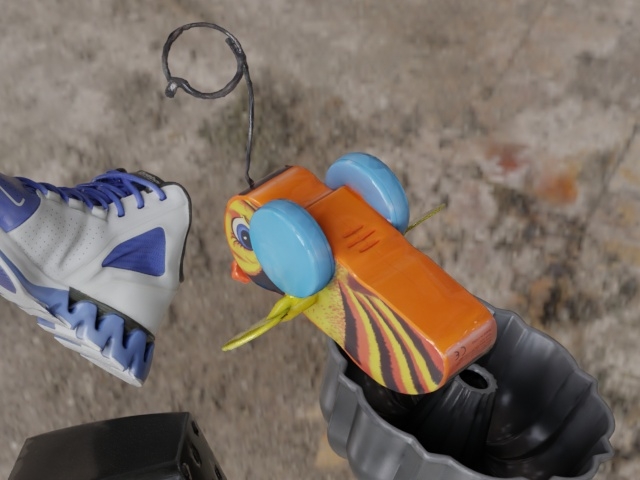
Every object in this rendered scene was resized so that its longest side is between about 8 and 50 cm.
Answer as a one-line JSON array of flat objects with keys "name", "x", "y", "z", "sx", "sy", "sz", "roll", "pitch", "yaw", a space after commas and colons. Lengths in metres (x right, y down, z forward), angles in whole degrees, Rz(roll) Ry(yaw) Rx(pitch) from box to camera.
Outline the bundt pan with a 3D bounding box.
[{"name": "bundt pan", "x": 0.142, "y": 0.192, "z": 1.713, "sx": 0.330, "sy": 0.124, "sz": 0.331, "roll": 18, "pitch": 30, "yaw": -10}]

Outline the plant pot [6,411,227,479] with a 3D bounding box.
[{"name": "plant pot", "x": -0.168, "y": 0.262, "z": 1.451, "sx": 0.167, "sy": 0.188, "sz": 0.187, "roll": -23, "pitch": 15, "yaw": 7}]

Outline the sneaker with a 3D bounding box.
[{"name": "sneaker", "x": -0.230, "y": -0.014, "z": 1.499, "sx": 0.127, "sy": 0.315, "sz": 0.182, "roll": 15, "pitch": 67, "yaw": 42}]

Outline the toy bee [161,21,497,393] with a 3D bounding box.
[{"name": "toy bee", "x": 0.000, "y": 0.000, "z": 1.145, "sx": 0.195, "sy": 0.162, "sz": 0.298, "roll": -12, "pitch": 62, "yaw": -21}]
